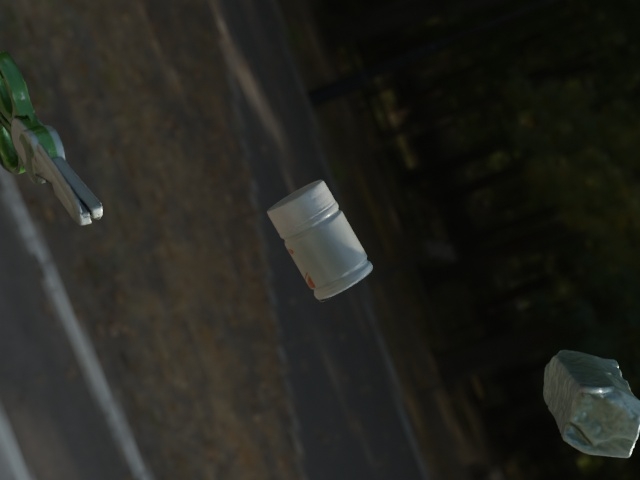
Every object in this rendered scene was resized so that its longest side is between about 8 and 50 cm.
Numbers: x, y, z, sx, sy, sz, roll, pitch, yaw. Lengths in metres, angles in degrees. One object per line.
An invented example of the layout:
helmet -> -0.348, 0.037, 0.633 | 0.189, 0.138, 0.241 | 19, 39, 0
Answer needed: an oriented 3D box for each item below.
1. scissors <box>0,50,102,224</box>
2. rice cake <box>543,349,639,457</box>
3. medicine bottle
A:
scissors -> -0.216, -0.069, 1.427 | 0.204, 0.027, 0.101 | 44, -35, 48
rice cake -> 0.242, 0.143, 1.648 | 0.206, 0.069, 0.063 | -98, -159, -82
medicine bottle -> 0.000, 0.000, 1.558 | 0.089, 0.057, 0.057 | 60, 5, -8
